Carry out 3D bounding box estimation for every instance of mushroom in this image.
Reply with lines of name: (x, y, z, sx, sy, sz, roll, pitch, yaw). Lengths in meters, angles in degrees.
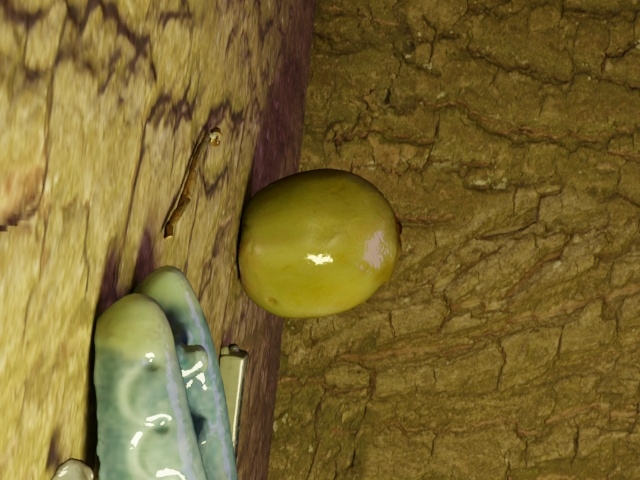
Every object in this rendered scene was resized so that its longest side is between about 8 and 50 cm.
mushroom: (-0.158, -0.080, 1.084, 0.026, 0.028, 0.286, -38, -161, 23)

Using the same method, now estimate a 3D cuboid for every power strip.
power strip: (-0.169, 0.330, 1.594, 0.080, 0.048, 0.286, -44, 142, -86)

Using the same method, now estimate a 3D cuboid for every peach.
peach: (-0.007, 0.002, 1.708, 0.314, 0.316, 0.281, -54, 134, -71)

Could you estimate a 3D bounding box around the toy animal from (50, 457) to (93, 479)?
toy animal: (-0.181, 0.257, 0.708, 0.202, 0.070, 0.105, 89, -9, -55)

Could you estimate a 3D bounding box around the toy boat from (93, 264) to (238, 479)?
toy boat: (-0.122, 0.193, 0.833, 0.215, 0.123, 0.330, -81, 166, -83)
